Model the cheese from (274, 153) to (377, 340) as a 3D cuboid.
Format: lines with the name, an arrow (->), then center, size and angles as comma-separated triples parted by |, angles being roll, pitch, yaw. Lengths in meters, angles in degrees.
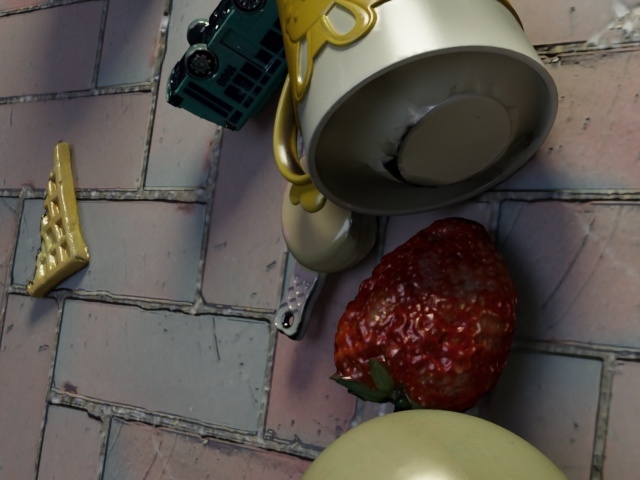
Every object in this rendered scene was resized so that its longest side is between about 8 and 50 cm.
cheese -> 0.005, 0.000, 1.014 | 0.092, 0.047, 0.171 | 0, 81, 47

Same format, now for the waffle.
waffle -> -0.297, -0.024, 1.327 | 0.097, 0.023, 0.153 | -30, 63, 35

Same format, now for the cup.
cup -> 0.039, -0.137, 0.925 | 0.241, 0.185, 0.226 | -40, 51, 33

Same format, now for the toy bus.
toy bus -> -0.065, -0.178, 1.089 | 0.160, 0.091, 0.079 | -50, 22, 23

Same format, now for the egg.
egg -> 0.081, 0.229, 0.771 | 0.219, 0.219, 0.269 | -56, 33, 20

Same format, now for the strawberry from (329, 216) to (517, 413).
strawberry -> 0.078, 0.057, 0.880 | 0.131, 0.131, 0.148 | 23, 102, 44
